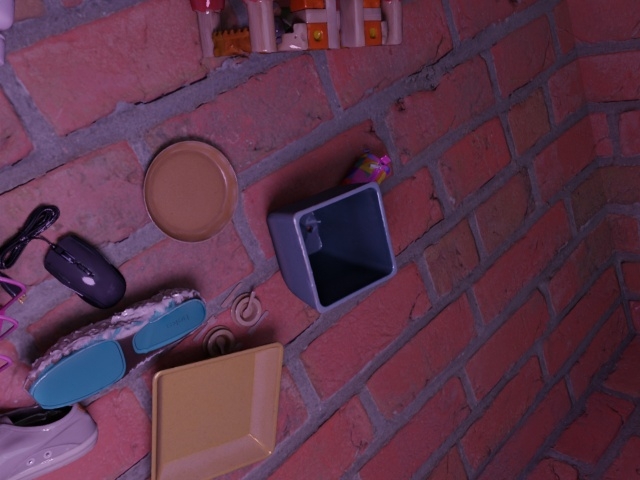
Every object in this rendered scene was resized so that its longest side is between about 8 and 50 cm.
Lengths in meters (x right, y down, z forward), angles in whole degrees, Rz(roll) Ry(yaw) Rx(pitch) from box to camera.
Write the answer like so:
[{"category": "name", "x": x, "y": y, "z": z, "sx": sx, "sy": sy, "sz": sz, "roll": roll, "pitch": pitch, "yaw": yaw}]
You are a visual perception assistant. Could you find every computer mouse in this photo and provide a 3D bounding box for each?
[{"category": "computer mouse", "x": -0.525, "y": 0.074, "z": 1.187, "sx": 0.184, "sy": 0.060, "sz": 0.262, "roll": -49, "pitch": 121, "yaw": -24}]

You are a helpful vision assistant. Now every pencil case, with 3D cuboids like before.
[{"category": "pencil case", "x": 0.101, "y": -0.139, "z": 1.621, "sx": 0.104, "sy": 0.104, "sz": 0.236, "roll": 45, "pitch": 69, "yaw": -32}]

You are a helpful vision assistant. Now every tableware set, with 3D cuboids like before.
[{"category": "tableware set", "x": -0.213, "y": 0.218, "z": 1.458, "sx": 0.194, "sy": 0.039, "sz": 0.128, "roll": -52, "pitch": 122, "yaw": -21}]

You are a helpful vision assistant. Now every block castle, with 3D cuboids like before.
[{"category": "block castle", "x": -0.041, "y": -0.545, "z": 1.339, "sx": 0.453, "sy": 0.303, "sz": 0.212, "roll": -16, "pitch": 111, "yaw": -35}]

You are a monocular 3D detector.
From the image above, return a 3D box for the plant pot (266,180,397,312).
[{"category": "plant pot", "x": 0.000, "y": 0.000, "z": 1.457, "sx": 0.248, "sy": 0.252, "sz": 0.247, "roll": -24, "pitch": 109, "yaw": -28}]

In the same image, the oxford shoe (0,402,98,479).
[{"category": "oxford shoe", "x": -0.639, "y": 0.408, "z": 1.076, "sx": 0.449, "sy": 0.169, "sz": 0.130, "roll": -20, "pitch": 110, "yaw": -42}]

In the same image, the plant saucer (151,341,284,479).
[{"category": "plant saucer", "x": -0.257, "y": 0.407, "z": 1.395, "sx": 0.333, "sy": 0.081, "sz": 0.332, "roll": -7, "pitch": 111, "yaw": -36}]

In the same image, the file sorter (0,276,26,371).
[{"category": "file sorter", "x": -0.635, "y": 0.202, "z": 0.967, "sx": 0.202, "sy": 0.182, "sz": 0.290, "roll": 22, "pitch": 52, "yaw": -38}]

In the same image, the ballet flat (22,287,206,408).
[{"category": "ballet flat", "x": -0.430, "y": 0.212, "z": 1.230, "sx": 0.409, "sy": 0.147, "sz": 0.147, "roll": -26, "pitch": 110, "yaw": -39}]

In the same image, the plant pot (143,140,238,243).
[{"category": "plant pot", "x": -0.301, "y": -0.112, "z": 1.356, "sx": 0.236, "sy": 0.032, "sz": 0.236, "roll": -5, "pitch": 98, "yaw": -36}]

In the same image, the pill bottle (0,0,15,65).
[{"category": "pill bottle", "x": -0.611, "y": -0.454, "z": 0.995, "sx": 0.160, "sy": 0.160, "sz": 0.283, "roll": 1, "pitch": 94, "yaw": -38}]
